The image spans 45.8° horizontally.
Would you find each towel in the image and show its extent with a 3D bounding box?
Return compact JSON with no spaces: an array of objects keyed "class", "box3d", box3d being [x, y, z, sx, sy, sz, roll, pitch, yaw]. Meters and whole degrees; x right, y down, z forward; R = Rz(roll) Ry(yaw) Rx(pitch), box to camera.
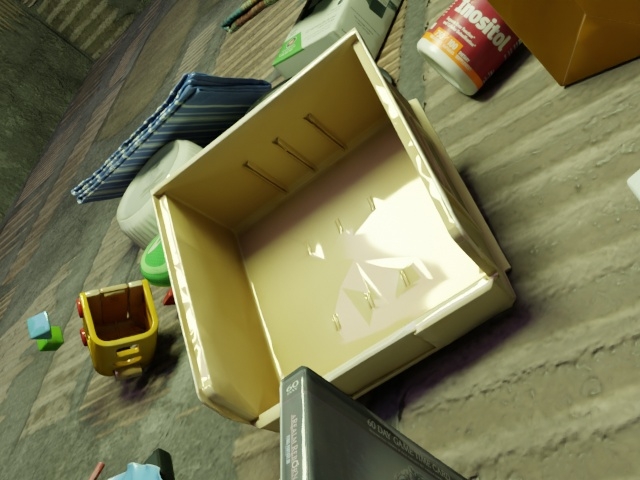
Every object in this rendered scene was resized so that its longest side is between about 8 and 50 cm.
[{"class":"towel","box3d":[-0.258,-0.179,1.328,0.336,0.040,0.243,-36,-8,28]},{"class":"towel","box3d":[0.024,-0.470,1.240,0.370,0.040,0.271,-42,16,-23]}]

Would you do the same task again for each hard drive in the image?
[{"class":"hard drive","box3d":[-0.213,0.310,0.846,0.135,0.022,0.094,-49,28,7]}]

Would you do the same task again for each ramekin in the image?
[{"class":"ramekin","box3d":[-0.241,-0.068,1.242,0.207,0.109,0.207,-37,31,27]}]

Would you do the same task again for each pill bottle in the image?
[{"class":"pill bottle","box3d":[0.184,-0.240,0.820,0.152,0.086,0.086,-48,28,9]}]

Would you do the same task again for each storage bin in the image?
[{"class":"storage bin","box3d":[0.000,0.000,0.688,0.262,0.123,0.260,-35,52,19]}]

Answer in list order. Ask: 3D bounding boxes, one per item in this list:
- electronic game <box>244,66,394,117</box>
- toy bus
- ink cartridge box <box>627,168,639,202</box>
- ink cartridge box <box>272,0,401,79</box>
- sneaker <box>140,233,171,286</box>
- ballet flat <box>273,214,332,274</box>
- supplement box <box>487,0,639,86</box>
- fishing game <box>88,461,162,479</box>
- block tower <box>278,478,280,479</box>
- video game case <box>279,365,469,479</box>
[{"class":"electronic game","box3d":[-0.011,-0.173,1.020,0.229,0.048,0.229,-18,34,12]},{"class":"toy bus","box3d":[-0.277,0.139,1.050,0.191,0.202,0.104,-32,63,21]},{"class":"ink cartridge box","box3d":[0.289,-0.028,0.459,0.145,0.045,0.179,-42,27,20]},{"class":"ink cartridge box","box3d":[0.035,-0.339,1.164,0.153,0.087,0.208,-15,44,49]},{"class":"sneaker","box3d":[-0.169,-0.030,1.055,0.295,0.123,0.109,-33,54,34]},{"class":"ballet flat","box3d":[0.030,-0.011,0.800,0.231,0.077,0.077,-54,30,-7]},{"class":"supplement box","box3d":[0.236,-0.289,0.686,0.129,0.191,0.194,-18,42,47]},{"class":"fishing game","box3d":[-0.236,0.320,0.803,0.264,0.041,0.189,-5,51,55]},{"class":"block tower","box3d":[-0.109,0.328,0.527,0.335,0.097,0.091,-43,35,-2]},{"class":"video game case","box3d":[0.055,0.212,0.365,0.026,0.196,0.274,-37,31,23]}]
